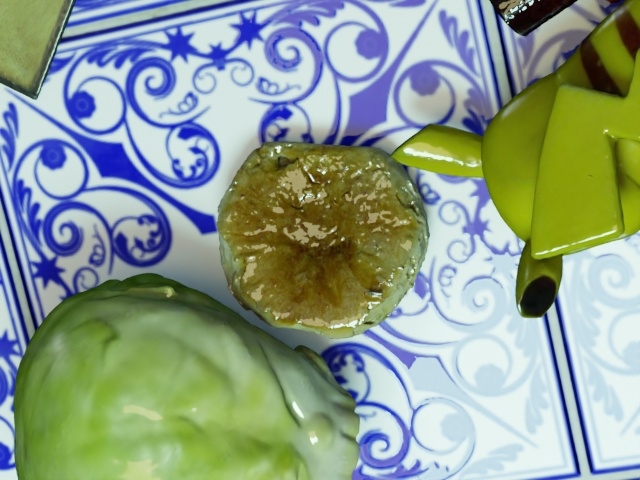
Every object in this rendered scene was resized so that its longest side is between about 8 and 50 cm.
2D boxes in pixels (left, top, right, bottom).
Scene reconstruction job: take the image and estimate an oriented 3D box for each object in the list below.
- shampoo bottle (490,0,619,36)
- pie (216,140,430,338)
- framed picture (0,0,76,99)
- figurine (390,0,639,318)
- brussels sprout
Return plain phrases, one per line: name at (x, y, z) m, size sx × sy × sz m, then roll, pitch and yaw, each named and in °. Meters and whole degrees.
shampoo bottle at (0.258, -0.267, 1.409) m, size 0.278 × 0.104 × 0.104 m, roll -35°, pitch 93°, yaw 18°
pie at (0.000, 0.000, 1.545) m, size 0.195 × 0.046 × 0.195 m, roll -1°, pitch 84°, yaw 12°
framed picture at (-0.366, -0.314, 1.592) m, size 0.339 × 0.014 × 0.255 m, roll 27°, pitch 108°, yaw 6°
figurine at (0.243, -0.083, 1.413) m, size 0.327 × 0.169 × 0.218 m, roll -42°, pitch 50°, yaw 24°
brussels sprout at (-0.134, 0.186, 1.549) m, size 0.317 × 0.242 × 0.273 m, roll 29°, pitch 76°, yaw 0°
